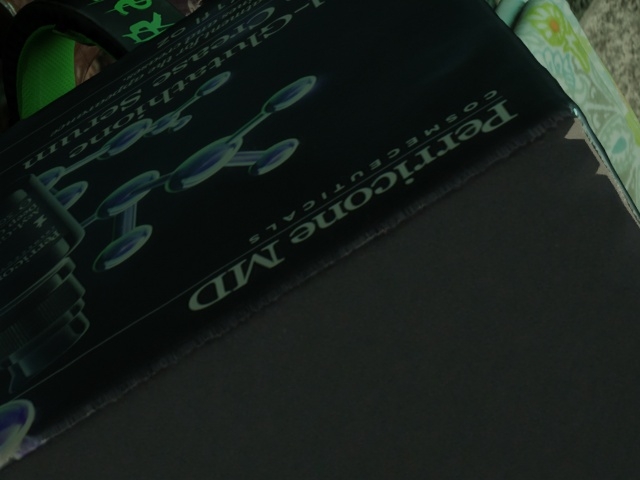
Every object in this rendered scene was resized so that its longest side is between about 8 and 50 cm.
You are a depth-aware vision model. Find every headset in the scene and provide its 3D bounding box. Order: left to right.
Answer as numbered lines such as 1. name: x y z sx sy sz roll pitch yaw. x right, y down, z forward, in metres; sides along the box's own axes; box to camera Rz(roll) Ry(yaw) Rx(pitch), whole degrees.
1. headset: -0.113 0.034 1.127 0.185 0.243 0.394 -32 126 -27

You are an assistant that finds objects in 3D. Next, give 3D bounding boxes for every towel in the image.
1. towel: 0.200 0.001 1.623 0.320 0.090 0.374 50 50 -32

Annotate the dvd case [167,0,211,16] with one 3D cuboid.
1. dvd case: -0.089 -0.203 1.333 0.164 0.018 0.221 -14 95 -51

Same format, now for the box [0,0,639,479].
1. box: -0.012 0.040 0.807 0.212 0.294 0.395 56 5 -22

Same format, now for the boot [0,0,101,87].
1. boot: -0.173 -0.159 1.207 0.114 0.037 0.106 -63 144 -30
